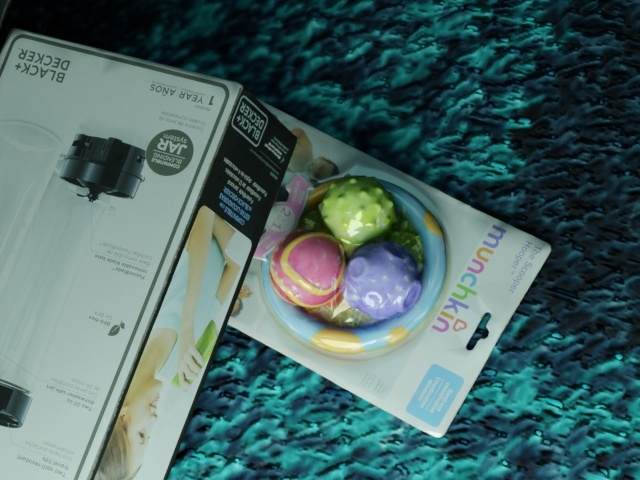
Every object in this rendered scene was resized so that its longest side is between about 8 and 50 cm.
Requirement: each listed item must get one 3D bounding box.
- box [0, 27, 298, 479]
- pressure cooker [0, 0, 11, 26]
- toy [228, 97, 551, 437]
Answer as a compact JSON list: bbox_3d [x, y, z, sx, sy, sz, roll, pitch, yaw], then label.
[{"bbox_3d":[-0.148,0.038,0.997,0.169,0.087,0.290,15,78,26],"label":"box"},{"bbox_3d":[-0.392,-0.263,1.043,0.375,0.370,0.420,-31,46,-5],"label":"pressure cooker"},{"bbox_3d":[0.000,0.000,1.035,0.237,0.056,0.137,27,76,20],"label":"toy"}]
